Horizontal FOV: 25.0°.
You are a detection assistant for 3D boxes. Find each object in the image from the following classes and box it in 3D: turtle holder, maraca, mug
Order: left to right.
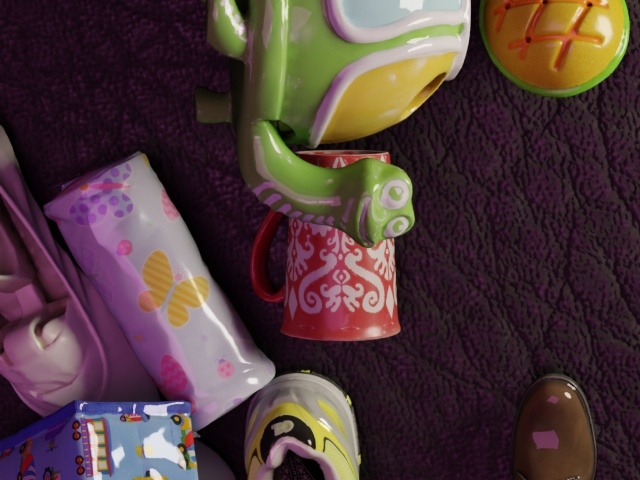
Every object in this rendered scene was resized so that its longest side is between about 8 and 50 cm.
[{"bbox_3d":[0.001,0.001,1.350,0.150,0.113,0.169,1,97,7],"label":"mug"},{"bbox_3d":[0.010,-0.182,1.226,0.227,0.320,0.243,0,139,-9],"label":"turtle holder"},{"bbox_3d":[0.198,-0.211,1.288,0.127,0.099,0.186,-31,69,5],"label":"maraca"}]

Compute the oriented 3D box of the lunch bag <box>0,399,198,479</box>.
[{"bbox_3d":[-0.247,0.287,1.339,0.293,0.138,0.221,-23,70,41],"label":"lunch bag"}]

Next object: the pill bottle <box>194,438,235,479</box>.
[{"bbox_3d":[-0.176,0.297,1.427,0.117,0.117,0.208,37,104,1],"label":"pill bottle"}]

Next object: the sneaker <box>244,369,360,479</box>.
[{"bbox_3d":[-0.012,0.326,1.391,0.145,0.147,0.385,-12,99,9],"label":"sneaker"}]

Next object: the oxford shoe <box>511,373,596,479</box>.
[{"bbox_3d":[0.218,0.241,1.365,0.083,0.096,0.227,4,99,10],"label":"oxford shoe"}]

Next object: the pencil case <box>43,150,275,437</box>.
[{"bbox_3d":[-0.153,0.050,1.381,0.113,0.124,0.273,-32,96,-16],"label":"pencil case"}]

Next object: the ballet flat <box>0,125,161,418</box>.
[{"bbox_3d":[-0.294,0.053,1.395,0.139,0.139,0.400,-27,95,13],"label":"ballet flat"}]
